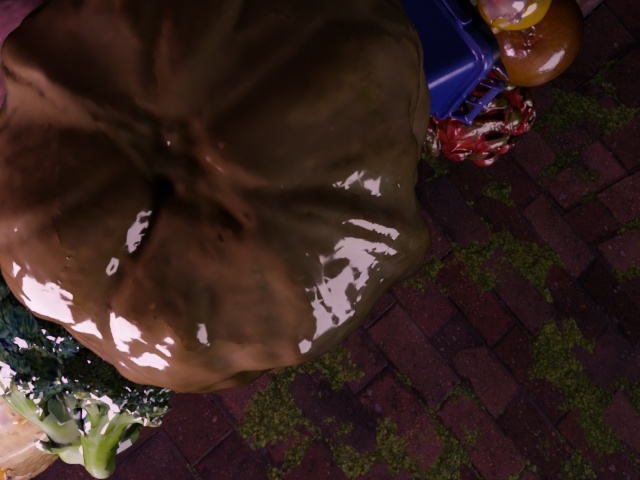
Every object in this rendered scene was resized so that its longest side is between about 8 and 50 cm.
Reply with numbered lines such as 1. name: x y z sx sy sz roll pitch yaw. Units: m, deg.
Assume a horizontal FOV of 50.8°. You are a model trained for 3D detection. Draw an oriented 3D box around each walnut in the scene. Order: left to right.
1. walnut: -0.058 -0.045 0.426 0.253 0.282 0.277 1 176 8

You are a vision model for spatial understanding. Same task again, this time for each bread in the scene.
1. bread: -0.490 0.297 1.120 0.236 0.165 0.375 -42 178 -34

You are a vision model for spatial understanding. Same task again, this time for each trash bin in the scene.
1. trash bin: 0.058 -0.174 0.726 0.234 0.184 0.162 -32 173 -16

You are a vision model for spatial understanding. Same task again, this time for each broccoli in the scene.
1. broccoli: -0.222 0.097 0.672 0.265 0.294 0.245 -2 116 -30

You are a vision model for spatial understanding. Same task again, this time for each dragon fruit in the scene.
1. dragon fruit: 0.311 -0.277 1.441 0.302 0.237 0.231 -8 150 -27

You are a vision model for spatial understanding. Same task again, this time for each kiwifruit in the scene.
1. kiwifruit: 0.404 -0.396 1.286 0.196 0.196 0.234 -41 180 34

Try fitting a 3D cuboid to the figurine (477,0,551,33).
1. figurine: 0.275 -0.371 0.960 0.185 0.127 0.234 -24 -176 -25
